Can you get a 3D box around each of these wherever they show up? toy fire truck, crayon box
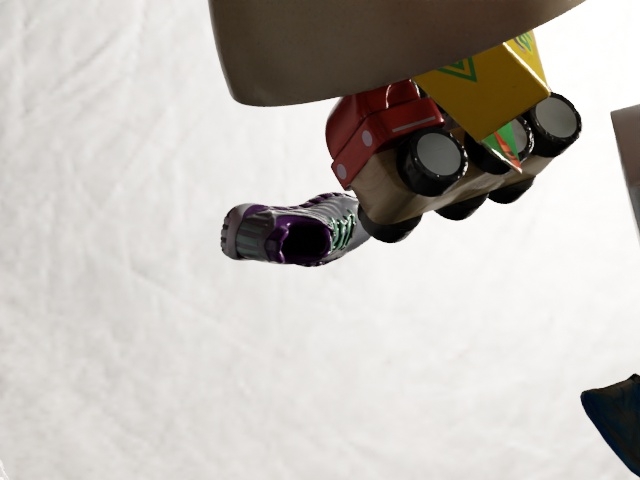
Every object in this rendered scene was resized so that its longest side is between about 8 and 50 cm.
[{"bbox_3d":[0.099,-0.155,1.637,0.217,0.158,0.246,-19,71,-32],"label":"toy fire truck"},{"bbox_3d":[0.085,-0.222,1.486,0.318,0.081,0.202,40,27,-33],"label":"crayon box"}]

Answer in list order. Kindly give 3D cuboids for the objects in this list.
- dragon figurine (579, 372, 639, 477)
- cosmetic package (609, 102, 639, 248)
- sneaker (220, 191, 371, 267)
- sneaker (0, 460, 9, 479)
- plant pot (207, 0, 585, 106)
[{"bbox_3d":[0.161,0.061,0.680,0.289,0.144,0.085,46,77,-26],"label":"dragon figurine"},{"bbox_3d":[0.299,0.018,1.000,0.138,0.224,0.224,-84,157,-68],"label":"cosmetic package"},{"bbox_3d":[0.000,0.000,1.930,0.223,0.098,0.083,-9,109,-45],"label":"sneaker"},{"bbox_3d":[-0.404,0.225,1.596,0.236,0.323,0.130,24,68,-32],"label":"sneaker"},{"bbox_3d":[0.040,-0.230,1.149,0.284,0.284,0.191,-41,117,-46],"label":"plant pot"}]
